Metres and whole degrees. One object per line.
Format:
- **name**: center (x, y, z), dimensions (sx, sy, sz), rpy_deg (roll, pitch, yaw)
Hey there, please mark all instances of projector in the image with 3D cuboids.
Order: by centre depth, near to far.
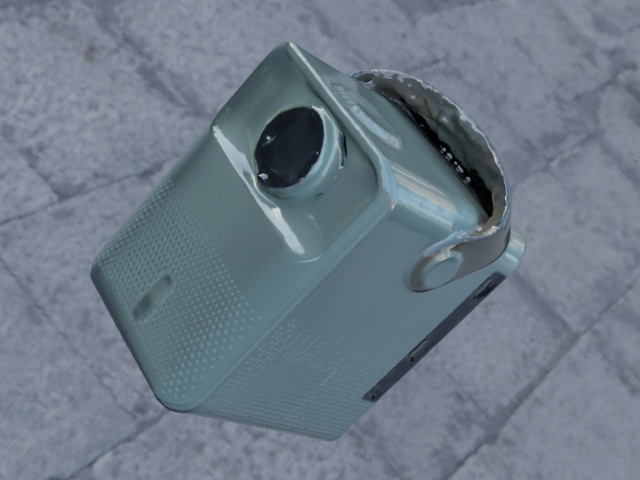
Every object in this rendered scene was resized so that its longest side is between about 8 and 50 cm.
- **projector**: center (0.000, 0.000, 0.726), dimensions (0.177, 0.242, 0.163), rpy_deg (24, 27, -51)

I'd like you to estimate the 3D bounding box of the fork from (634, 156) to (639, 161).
- **fork**: center (0.472, -0.141, 1.549), dimensions (0.115, 0.016, 0.012), rpy_deg (-42, 94, -19)
